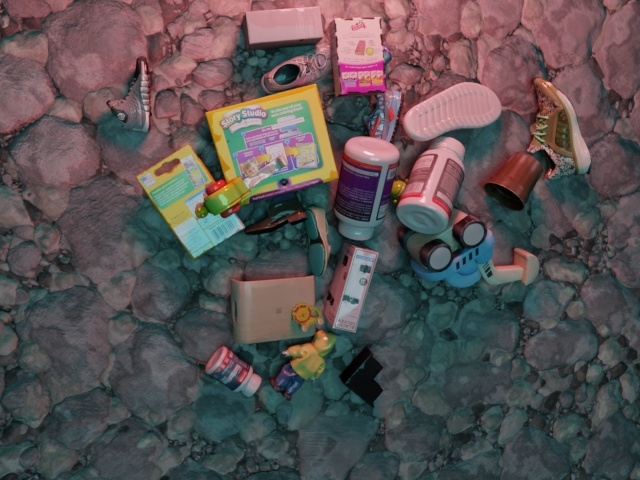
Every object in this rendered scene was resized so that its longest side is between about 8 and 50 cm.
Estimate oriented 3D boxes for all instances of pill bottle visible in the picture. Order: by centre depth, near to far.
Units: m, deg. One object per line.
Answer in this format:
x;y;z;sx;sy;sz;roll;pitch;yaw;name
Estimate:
0.145;-0.170;1.769;0.181;0.181;0.323;3;120;-13;pill bottle
0.388;-0.195;1.800;0.176;0.176;0.319;34;63;-16;pill bottle
-0.300;0.462;1.847;0.180;0.108;0.108;40;90;-17;pill bottle

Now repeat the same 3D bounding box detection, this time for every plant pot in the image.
0.713;-0.221;1.933;0.167;0.167;0.165;40;81;-16;plant pot

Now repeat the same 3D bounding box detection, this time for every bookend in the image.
0.182;0.510;1.983;0.156;0.072;0.157;42;89;-17;bookend

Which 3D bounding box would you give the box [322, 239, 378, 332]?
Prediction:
0.100;0.156;1.850;0.087;0.169;0.290;14;98;-15;box

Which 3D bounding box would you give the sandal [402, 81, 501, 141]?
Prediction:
0.451;-0.449;1.857;0.416;0.102;0.169;-17;89;-23;sandal

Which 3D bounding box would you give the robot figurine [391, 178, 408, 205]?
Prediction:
0.295;-0.169;1.887;0.115;0.067;0.101;30;87;-16;robot figurine

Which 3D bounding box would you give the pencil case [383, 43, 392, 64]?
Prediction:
0.165;-0.590;1.782;0.151;0.064;0.070;-40;131;-4;pencil case

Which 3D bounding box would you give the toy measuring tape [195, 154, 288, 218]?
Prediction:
-0.248;-0.160;1.633;0.330;0.121;0.121;-30;105;4;toy measuring tape

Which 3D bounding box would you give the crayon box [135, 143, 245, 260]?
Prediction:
-0.419;-0.126;1.725;0.203;0.083;0.323;-33;106;-5;crayon box

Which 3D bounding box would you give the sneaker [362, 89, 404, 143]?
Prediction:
0.202;-0.391;1.826;0.125;0.104;0.262;18;103;12;sneaker

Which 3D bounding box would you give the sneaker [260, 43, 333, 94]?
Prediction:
-0.054;-0.549;1.713;0.281;0.115;0.105;-31;105;-6;sneaker

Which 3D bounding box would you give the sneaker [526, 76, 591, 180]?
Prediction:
0.840;-0.395;1.942;0.182;0.158;0.410;-26;100;11;sneaker

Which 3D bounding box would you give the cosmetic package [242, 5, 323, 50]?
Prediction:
-0.122;-0.667;1.672;0.238;0.127;0.107;-11;102;-9;cosmetic package

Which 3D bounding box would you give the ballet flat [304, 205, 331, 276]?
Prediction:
0.000;0.000;1.849;0.086;0.086;0.249;-9;100;-11;ballet flat

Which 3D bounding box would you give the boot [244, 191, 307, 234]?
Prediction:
-0.162;-0.090;1.809;0.219;0.082;0.106;-16;80;-3;boot

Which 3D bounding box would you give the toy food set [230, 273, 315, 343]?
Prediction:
-0.158;0.231;1.857;0.306;0.092;0.220;-4;101;-21;toy food set

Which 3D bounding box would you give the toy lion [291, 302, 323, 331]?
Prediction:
-0.048;0.261;1.840;0.100;0.034;0.096;-20;99;-19;toy lion

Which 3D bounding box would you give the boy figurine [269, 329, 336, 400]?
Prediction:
-0.060;0.432;1.903;0.177;0.092;0.285;42;88;-23;boy figurine

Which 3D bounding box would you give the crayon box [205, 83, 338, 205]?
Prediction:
-0.155;-0.309;1.731;0.362;0.106;0.313;-16;102;-5;crayon box

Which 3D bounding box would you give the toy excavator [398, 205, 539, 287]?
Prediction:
0.559;0.065;1.942;0.433;0.222;0.445;-34;119;-5;toy excavator

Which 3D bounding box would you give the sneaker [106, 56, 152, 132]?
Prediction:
-0.591;-0.449;1.628;0.132;0.086;0.229;-1;101;-10;sneaker

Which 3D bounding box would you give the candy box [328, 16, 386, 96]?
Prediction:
0.119;-0.586;1.699;0.159;0.071;0.234;-7;98;-15;candy box
